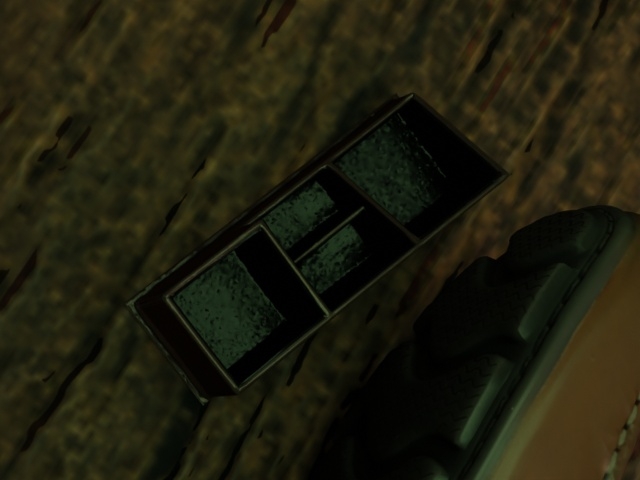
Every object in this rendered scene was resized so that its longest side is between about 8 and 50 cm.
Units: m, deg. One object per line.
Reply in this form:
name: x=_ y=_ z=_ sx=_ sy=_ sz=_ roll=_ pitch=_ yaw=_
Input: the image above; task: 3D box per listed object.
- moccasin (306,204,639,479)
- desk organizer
moccasin: x=0.048 y=0.173 z=0.656 sx=0.147 sy=0.139 sz=0.380 roll=22 pitch=79 yaw=-15
desk organizer: x=0.000 y=0.000 z=0.705 sx=0.130 sy=0.050 sz=0.047 roll=-39 pitch=96 yaw=-17
